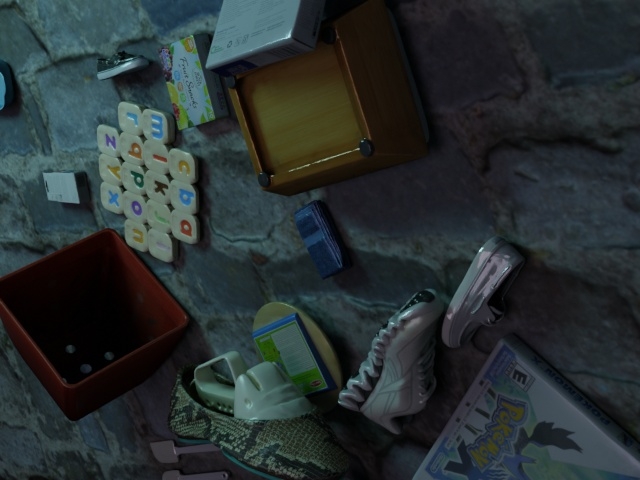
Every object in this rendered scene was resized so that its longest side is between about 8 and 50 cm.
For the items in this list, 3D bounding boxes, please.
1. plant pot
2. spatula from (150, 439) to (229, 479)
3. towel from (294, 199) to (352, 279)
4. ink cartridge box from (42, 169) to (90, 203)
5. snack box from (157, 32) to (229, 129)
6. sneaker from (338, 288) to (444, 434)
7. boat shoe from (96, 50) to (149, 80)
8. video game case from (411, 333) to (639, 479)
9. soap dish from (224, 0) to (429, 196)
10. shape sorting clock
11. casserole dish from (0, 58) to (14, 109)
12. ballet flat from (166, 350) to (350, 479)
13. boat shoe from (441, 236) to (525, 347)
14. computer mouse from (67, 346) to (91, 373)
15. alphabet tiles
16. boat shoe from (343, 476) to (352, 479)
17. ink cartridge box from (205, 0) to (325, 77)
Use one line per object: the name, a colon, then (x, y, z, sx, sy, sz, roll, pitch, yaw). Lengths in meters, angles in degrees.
plant pot: (-0.445, 0.185, 1.917, 0.267, 0.267, 0.235, 46, 144, 21)
spatula: (-0.246, 0.473, 1.990, 0.242, 0.019, 0.168, -16, 88, 44)
towel: (0.000, 0.000, 1.571, 0.067, 0.029, 0.119, -30, 84, 46)
ink cartridge box: (-0.512, -0.110, 2.018, 0.115, 0.029, 0.063, 6, 109, 43)
snack box: (-0.212, -0.264, 1.670, 0.100, 0.037, 0.141, -9, 98, 44)
sneaker: (0.128, 0.180, 1.470, 0.118, 0.110, 0.292, 40, 140, 15)
boat shoe: (-0.357, -0.315, 1.782, 0.142, 0.049, 0.040, -4, 102, 46)
video game case: (0.300, 0.341, 1.407, 0.300, 0.036, 0.329, 42, 129, 24)
soap dish: (0.000, -0.194, 1.438, 0.291, 0.118, 0.229, -14, 95, 45)
shape sorting clock: (-0.038, 0.195, 1.669, 0.206, 0.040, 0.206, 25, 126, 40)
casserole dish: (-0.701, -0.333, 2.110, 0.188, 0.037, 0.114, 9, 111, 41)
ballet flat: (-0.129, 0.279, 1.677, 0.483, 0.164, 0.182, 2, 98, 56)
boat shoe: (0.225, 0.083, 1.371, 0.063, 0.066, 0.184, 39, 118, 28)
computer mouse: (-0.546, 0.250, 2.174, 0.242, 0.041, 0.071, 11, 113, 41)
alphabet tiles: (-0.315, -0.107, 1.837, 0.278, 0.021, 0.284, 19, 117, 38)
boat shoe: (0.113, 0.444, 1.595, 0.258, 0.095, 0.084, 32, 121, 19)
ink cartridge box: (-0.063, -0.350, 1.383, 0.223, 0.045, 0.224, -2, 72, 53)
